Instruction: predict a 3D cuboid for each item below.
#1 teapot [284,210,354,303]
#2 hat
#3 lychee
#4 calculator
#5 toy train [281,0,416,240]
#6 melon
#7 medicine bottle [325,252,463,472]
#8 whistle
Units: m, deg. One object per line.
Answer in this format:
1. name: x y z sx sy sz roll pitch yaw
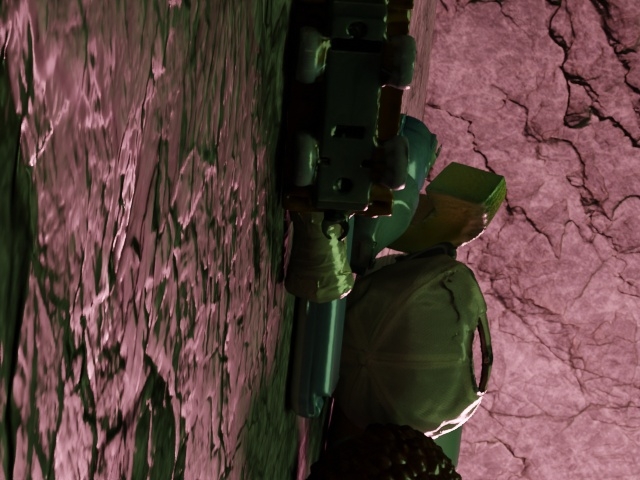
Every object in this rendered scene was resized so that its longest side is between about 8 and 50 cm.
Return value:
1. teapot: 0.000 0.000 1.505 0.067 0.057 0.083 -35 131 -46
2. hat: 0.073 0.108 2.016 0.275 0.161 0.232 -157 -101 -71
3. lychee: 0.070 0.278 1.871 0.188 0.188 0.188 7 90 -85
4. calculator: 0.002 0.056 1.695 0.121 0.039 0.210 -59 155 -82
5. toy train: 0.020 -0.111 1.417 0.127 0.089 0.219 -100 -167 -71
6. melon: 0.133 -0.035 2.196 0.209 0.118 0.064 -33 -153 57
7. medicine bottle: 0.094 0.188 2.224 0.158 0.158 0.318 89 9 -57
8. whistle: 0.068 -0.062 2.068 0.269 0.093 0.180 -65 171 -54
